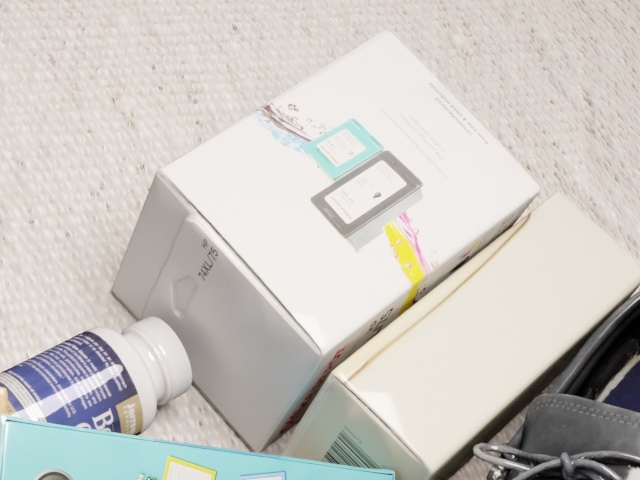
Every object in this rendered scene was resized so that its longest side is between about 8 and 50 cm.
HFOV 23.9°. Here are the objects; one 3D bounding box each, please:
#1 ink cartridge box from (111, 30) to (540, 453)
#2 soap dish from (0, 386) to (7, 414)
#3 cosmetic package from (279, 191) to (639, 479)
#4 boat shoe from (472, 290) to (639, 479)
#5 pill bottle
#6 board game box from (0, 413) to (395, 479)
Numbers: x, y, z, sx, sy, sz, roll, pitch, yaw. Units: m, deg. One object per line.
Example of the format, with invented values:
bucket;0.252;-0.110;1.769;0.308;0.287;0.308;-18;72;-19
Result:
ink cartridge box;0.000;0.000;1.269;0.270;0.198;0.197;-35;76;-33
soap dish;-0.367;0.193;0.984;0.290;0.118;0.229;9;76;-17
cosmetic package;0.121;0.106;1.261;0.113;0.160;0.309;44;50;12
boat shoe;0.204;0.197;1.148;0.186;0.156;0.500;17;44;32
pill bottle;-0.188;0.125;1.182;0.169;0.094;0.094;-27;71;-32
board game box;-0.099;0.265;1.015;0.336;0.079;0.254;15;71;-39
